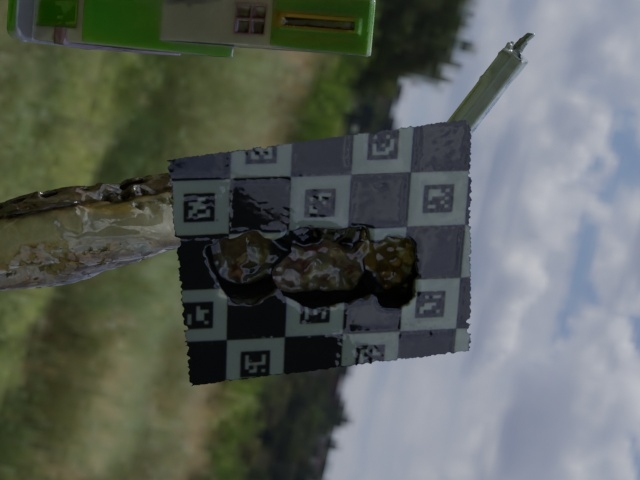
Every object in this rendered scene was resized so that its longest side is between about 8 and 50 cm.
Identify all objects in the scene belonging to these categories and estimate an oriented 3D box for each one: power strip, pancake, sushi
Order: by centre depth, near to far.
[{"bbox_3d":[0.000,0.000,1.360,0.050,0.215,0.192,-110,-165,-60],"label":"sushi"},{"bbox_3d":[-0.211,-0.005,1.740,0.382,0.382,0.071,149,-69,-84],"label":"pancake"},{"bbox_3d":[0.173,-0.151,2.043,0.191,0.030,0.047,-52,173,13],"label":"power strip"}]

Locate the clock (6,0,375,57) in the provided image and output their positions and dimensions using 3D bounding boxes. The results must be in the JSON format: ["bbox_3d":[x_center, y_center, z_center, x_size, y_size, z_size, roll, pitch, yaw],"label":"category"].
[{"bbox_3d":[-0.064,-0.240,1.251,0.309,0.166,0.235,9,-83,43],"label":"clock"}]
